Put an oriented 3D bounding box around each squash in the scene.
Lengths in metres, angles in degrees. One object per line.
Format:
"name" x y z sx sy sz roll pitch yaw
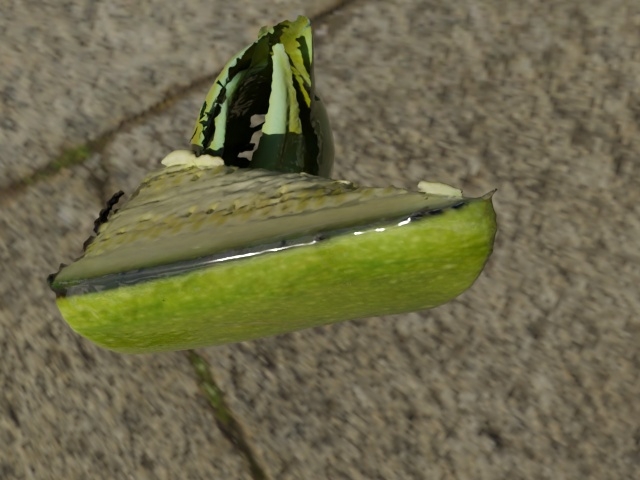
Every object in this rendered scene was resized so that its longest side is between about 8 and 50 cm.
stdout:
"squash" 0.000 0.000 0.902 0.252 0.169 0.093 -11 114 21

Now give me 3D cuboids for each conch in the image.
"conch" -0.037 -0.055 1.022 0.095 0.079 0.201 -34 149 -14
